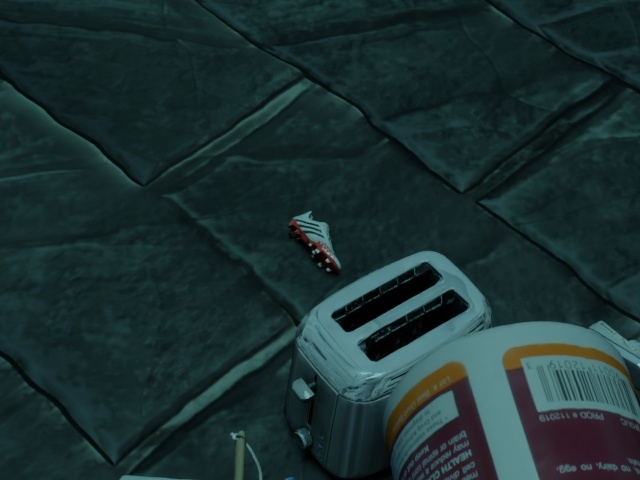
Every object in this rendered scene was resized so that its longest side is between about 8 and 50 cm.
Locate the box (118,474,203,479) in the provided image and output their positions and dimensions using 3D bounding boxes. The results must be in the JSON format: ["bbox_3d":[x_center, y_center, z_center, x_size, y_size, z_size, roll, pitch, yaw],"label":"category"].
[{"bbox_3d":[-0.120,0.311,1.290,0.119,0.181,0.182,-4,39,42],"label":"box"}]

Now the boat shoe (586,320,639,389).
[{"bbox_3d":[0.298,0.111,1.582,0.035,0.035,0.100,-37,52,-24],"label":"boat shoe"}]

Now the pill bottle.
[{"bbox_3d":[0.193,0.280,1.311,0.224,0.224,0.392,-7,50,-7],"label":"pill bottle"}]

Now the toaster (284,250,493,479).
[{"bbox_3d":[0.072,0.109,1.507,0.227,0.146,0.129,-27,55,-21],"label":"toaster"}]

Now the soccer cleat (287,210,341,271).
[{"bbox_3d":[0.000,0.000,1.678,0.035,0.029,0.083,-32,52,-20],"label":"soccer cleat"}]

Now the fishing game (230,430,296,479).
[{"bbox_3d":[0.006,0.275,1.317,0.041,0.264,0.189,-35,24,18],"label":"fishing game"}]
